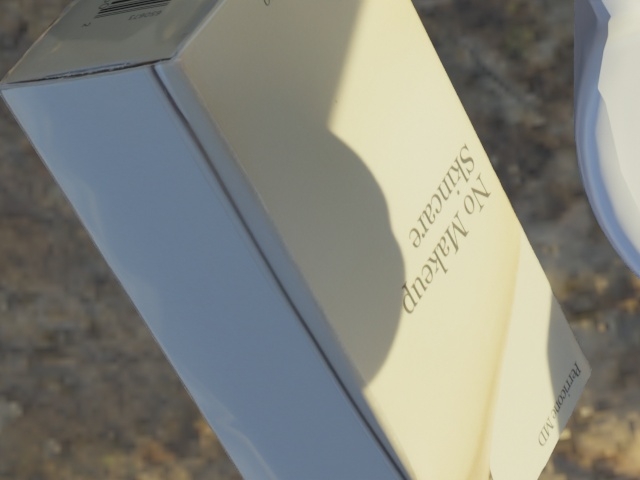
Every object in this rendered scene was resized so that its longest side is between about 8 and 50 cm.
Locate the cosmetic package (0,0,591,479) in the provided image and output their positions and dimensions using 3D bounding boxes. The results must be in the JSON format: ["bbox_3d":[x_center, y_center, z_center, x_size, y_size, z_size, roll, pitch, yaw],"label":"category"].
[{"bbox_3d":[0.000,0.000,0.926,0.113,0.160,0.309,-5,128,38],"label":"cosmetic package"}]

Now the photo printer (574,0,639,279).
[{"bbox_3d":[0.195,-0.088,0.545,0.256,0.307,0.107,-16,104,13],"label":"photo printer"}]
